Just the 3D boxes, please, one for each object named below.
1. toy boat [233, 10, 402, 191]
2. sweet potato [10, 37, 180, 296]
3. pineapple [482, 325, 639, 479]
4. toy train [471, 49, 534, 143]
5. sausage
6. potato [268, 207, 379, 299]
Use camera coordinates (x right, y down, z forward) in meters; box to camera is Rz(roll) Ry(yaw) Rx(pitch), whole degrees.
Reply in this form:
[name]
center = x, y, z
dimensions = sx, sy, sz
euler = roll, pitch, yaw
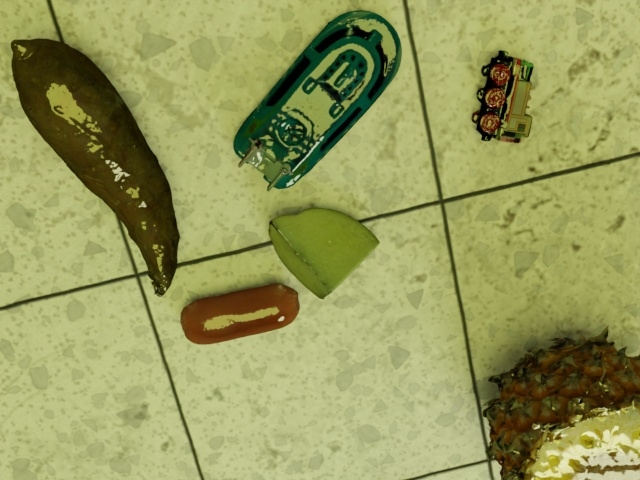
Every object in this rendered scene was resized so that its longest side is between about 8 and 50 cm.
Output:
[toy boat]
center = 0.003, -0.204, 1.297
dimensions = 0.134, 0.092, 0.299
euler = 39, 102, -13
[sweet potato]
center = -0.306, -0.114, 1.282
dimensions = 0.131, 0.130, 0.422
euler = -26, 115, 4
[pineapple]
center = 0.424, 0.314, 1.407
dimensions = 0.353, 0.300, 0.352
euler = -2, 110, -6
[toy train]
center = 0.283, -0.216, 1.340
dimensions = 0.087, 0.050, 0.137
euler = 5, 108, -12
[sausage]
center = -0.128, 0.117, 1.406
dimensions = 0.194, 0.077, 0.077
euler = -11, 110, 0
[potato]
center = 0.000, 0.000, 1.391
dimensions = 0.120, 0.081, 0.149
euler = -42, 92, -22
